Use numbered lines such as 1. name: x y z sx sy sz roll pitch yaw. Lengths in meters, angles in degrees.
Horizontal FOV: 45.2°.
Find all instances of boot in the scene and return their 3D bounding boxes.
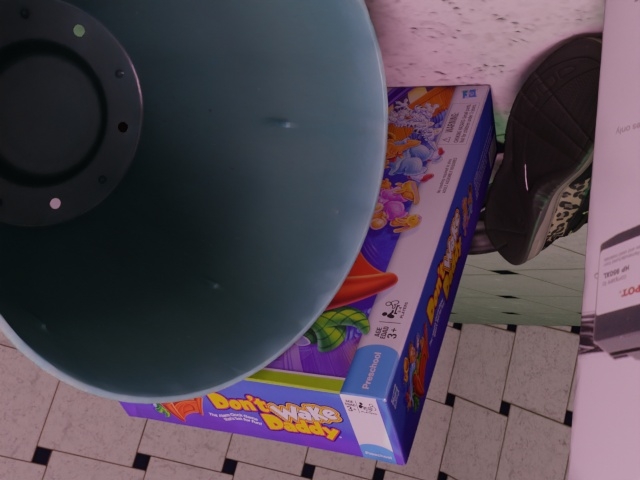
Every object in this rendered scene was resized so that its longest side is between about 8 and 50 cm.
1. boot: 0.250 -0.088 0.669 0.178 0.085 0.236 -19 145 -22

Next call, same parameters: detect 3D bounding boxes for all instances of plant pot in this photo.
1. plant pot: -0.139 -0.072 0.512 0.235 0.293 0.293 17 180 43

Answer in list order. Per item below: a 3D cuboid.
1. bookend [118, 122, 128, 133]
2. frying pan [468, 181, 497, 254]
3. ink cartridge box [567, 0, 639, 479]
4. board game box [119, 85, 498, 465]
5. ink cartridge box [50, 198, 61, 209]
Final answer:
1. bookend: -0.137 -0.078 0.795 0.072 0.157 0.156 -39 154 15
2. frying pan: 0.181 -0.016 0.923 0.326 0.053 0.197 -17 159 2
3. ink cartridge box: 0.316 0.045 0.456 0.285 0.395 0.166 11 170 -25
4. board game box: 0.000 0.000 0.647 0.233 0.347 0.078 3 135 24
5. ink cartridge box: -0.380 -0.079 1.017 0.208 0.153 0.087 -3 165 44
